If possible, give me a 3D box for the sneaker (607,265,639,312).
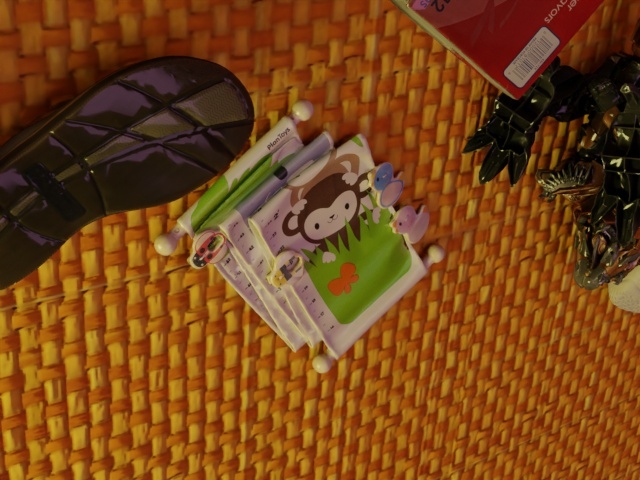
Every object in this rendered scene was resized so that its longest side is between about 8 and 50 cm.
[{"bbox_3d":[0.387,-0.041,0.975,0.101,0.153,0.268,24,135,-27],"label":"sneaker"}]

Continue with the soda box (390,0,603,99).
[{"bbox_3d":[0.130,-0.199,0.445,0.083,0.092,0.263,32,105,-34],"label":"soda box"}]

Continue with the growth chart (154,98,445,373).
[{"bbox_3d":[0.000,0.000,0.761,0.172,0.021,0.237,-49,134,-5],"label":"growth chart"}]

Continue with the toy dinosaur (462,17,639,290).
[{"bbox_3d":[0.249,-0.103,0.838,0.218,0.164,0.321,-23,109,-43],"label":"toy dinosaur"}]

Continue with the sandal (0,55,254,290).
[{"bbox_3d":[-0.146,-0.045,0.605,0.219,0.060,0.090,-34,126,2],"label":"sandal"}]
